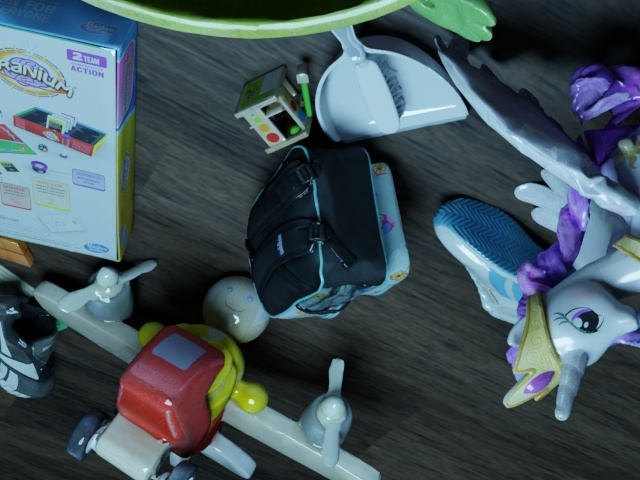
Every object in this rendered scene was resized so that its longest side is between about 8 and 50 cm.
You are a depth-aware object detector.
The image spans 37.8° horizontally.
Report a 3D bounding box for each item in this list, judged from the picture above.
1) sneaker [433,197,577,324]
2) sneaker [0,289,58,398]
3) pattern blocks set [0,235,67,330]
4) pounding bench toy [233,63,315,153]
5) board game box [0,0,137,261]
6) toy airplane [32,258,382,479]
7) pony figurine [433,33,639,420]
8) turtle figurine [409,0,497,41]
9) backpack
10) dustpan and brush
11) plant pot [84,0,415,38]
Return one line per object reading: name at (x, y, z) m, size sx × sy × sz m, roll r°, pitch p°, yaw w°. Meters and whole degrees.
sneaker at (0.206, 0.039, 1.049) m, size 0.229 × 0.087 × 0.092 m, roll 34°, pitch 135°, yaw -20°
sneaker at (-0.398, 0.145, 1.268) m, size 0.106 × 0.078 × 0.234 m, roll -2°, pitch 138°, yaw 13°
pattern blocks set at (-0.496, 0.049, 1.259) m, size 0.325 × 0.026 × 0.285 m, roll 35°, pitch 133°, yaw -24°
pounding bench toy at (-0.031, -0.134, 0.938) m, size 0.083 × 0.052 × 0.065 m, roll -20°, pitch 129°, yaw 30°
board game box at (-0.323, -0.124, 1.005) m, size 0.242 × 0.064 × 0.316 m, roll 13°, pitch 138°, yaw -1°
toy airplane at (-0.143, 0.175, 1.179) m, size 0.386 × 0.272 × 0.384 m, roll 34°, pitch 171°, yaw -35°
pony figurine at (0.273, -0.049, 0.795) m, size 0.363 × 0.351 × 0.303 m, roll -33°, pitch 128°, yaw 15°
turtle figurine at (0.180, -0.253, 0.595) m, size 0.275 × 0.266 × 0.198 m, roll 37°, pitch 167°, yaw -17°
backpack at (0.000, 0.000, 0.995) m, size 0.144 × 0.165 × 0.188 m, roll 0°, pitch 158°, yaw -33°
dustpan and brush at (0.044, -0.163, 0.884) m, size 0.147 × 0.060 × 0.211 m, roll -10°, pitch 134°, yaw 22°
plant pot at (-0.027, -0.356, 0.477) m, size 0.367 × 0.353 × 0.366 m, roll 6°, pitch 137°, yaw 6°
